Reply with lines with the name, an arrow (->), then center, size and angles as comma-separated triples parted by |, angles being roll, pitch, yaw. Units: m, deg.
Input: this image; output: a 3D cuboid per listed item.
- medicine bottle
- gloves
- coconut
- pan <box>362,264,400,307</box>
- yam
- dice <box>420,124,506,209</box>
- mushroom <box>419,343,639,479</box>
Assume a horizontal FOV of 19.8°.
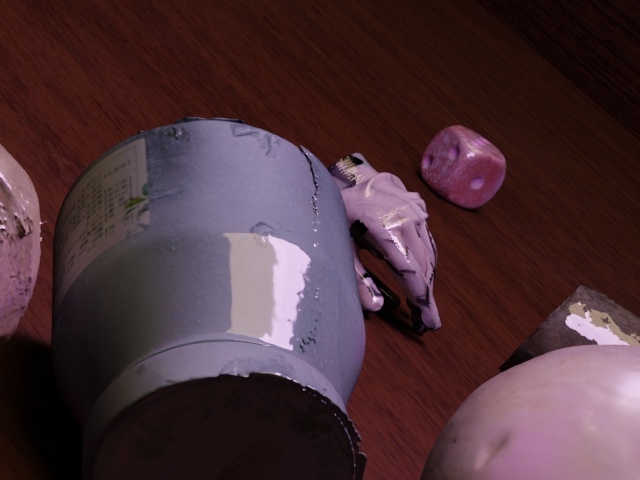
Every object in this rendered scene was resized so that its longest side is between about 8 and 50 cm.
medicine bottle -> -0.081, 0.081, 1.386 | 0.245, 0.245, 0.290 | 25, 28, -23
gloves -> 0.077, 0.007, 2.064 | 0.212, 0.111, 0.127 | 48, 27, 20
coconut -> -0.294, 0.007, 1.341 | 0.194, 0.194, 0.194 | 30, 17, -10
pan -> 0.000, 0.000, 2.116 | 0.235, 0.028, 0.136 | 45, 21, 4
yam -> 0.345, 0.170, 2.059 | 0.268, 0.161, 0.161 | 34, 17, 13
dice -> 0.208, -0.107, 2.677 | 0.093, 0.094, 0.091 | 22, 19, -36
mushroom -> 0.236, 0.217, 1.491 | 0.315, 0.315, 0.356 | 30, 27, -11
